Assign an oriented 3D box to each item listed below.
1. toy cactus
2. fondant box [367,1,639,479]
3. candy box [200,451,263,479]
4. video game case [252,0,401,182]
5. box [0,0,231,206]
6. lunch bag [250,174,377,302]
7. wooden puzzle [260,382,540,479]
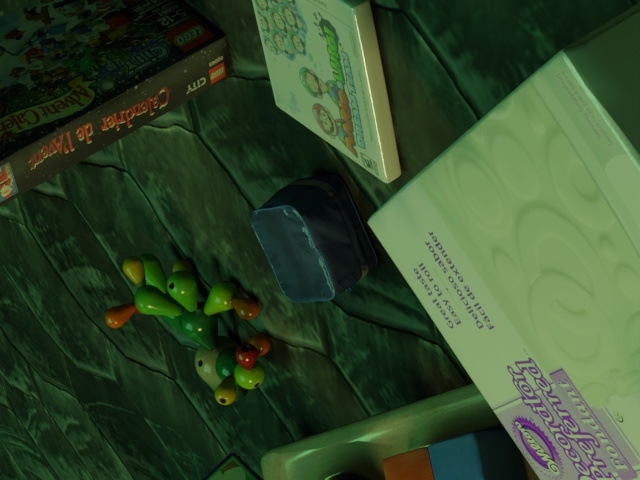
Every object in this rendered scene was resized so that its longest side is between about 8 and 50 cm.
[{"bbox_3d":[-0.116,0.102,1.827,0.219,0.112,0.180,29,155,37],"label":"toy cactus"},{"bbox_3d":[0.174,0.022,1.078,0.238,0.096,0.330,56,159,4],"label":"fondant box"},{"bbox_3d":[0.017,0.383,1.780,0.317,0.122,0.268,36,167,43],"label":"candy box"},{"bbox_3d":[-0.001,-0.133,1.347,0.143,0.019,0.157,38,151,42],"label":"video game case"},{"bbox_3d":[-0.212,-0.133,1.511,0.159,0.233,0.044,40,152,38],"label":"box"},{"bbox_3d":[0.000,0.000,1.466,0.067,0.065,0.098,-3,117,48],"label":"lunch bag"},{"bbox_3d":[0.075,0.281,1.365,0.348,0.080,0.322,-25,73,46],"label":"wooden puzzle"}]
